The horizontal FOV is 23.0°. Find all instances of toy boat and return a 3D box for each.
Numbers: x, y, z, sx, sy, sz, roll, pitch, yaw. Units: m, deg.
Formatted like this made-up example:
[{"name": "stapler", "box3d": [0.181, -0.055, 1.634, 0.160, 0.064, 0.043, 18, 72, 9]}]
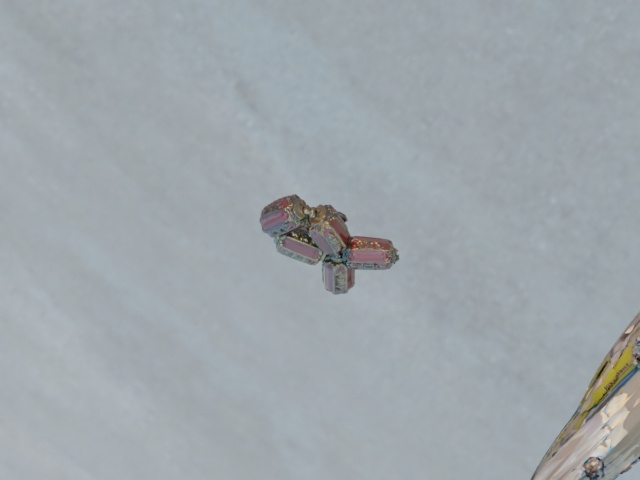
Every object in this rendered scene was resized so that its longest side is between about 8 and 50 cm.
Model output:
[{"name": "toy boat", "box3d": [0.218, 0.137, 1.168, 0.084, 0.210, 0.066, 48, 170, -18]}]

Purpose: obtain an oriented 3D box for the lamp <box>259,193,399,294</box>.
[{"name": "lamp", "box3d": [0.000, 0.000, 0.947, 0.083, 0.031, 0.063, 28, 143, -26]}]
